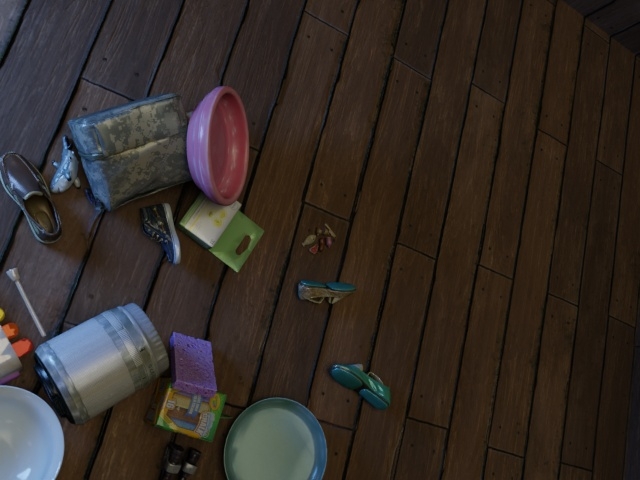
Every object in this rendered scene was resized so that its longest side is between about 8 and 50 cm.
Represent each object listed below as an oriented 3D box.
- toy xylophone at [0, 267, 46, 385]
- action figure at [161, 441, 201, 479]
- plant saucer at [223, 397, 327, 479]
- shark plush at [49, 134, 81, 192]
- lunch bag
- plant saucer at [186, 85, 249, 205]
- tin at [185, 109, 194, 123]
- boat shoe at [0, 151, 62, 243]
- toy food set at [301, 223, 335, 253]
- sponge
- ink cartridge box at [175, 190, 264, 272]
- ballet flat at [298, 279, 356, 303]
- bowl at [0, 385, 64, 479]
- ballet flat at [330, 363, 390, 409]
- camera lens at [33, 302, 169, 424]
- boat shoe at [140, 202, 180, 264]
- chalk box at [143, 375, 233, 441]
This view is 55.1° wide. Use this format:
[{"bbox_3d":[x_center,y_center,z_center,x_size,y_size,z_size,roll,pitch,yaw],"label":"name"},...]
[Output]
[{"bbox_3d":[-0.814,0.203,1.486,0.236,0.081,0.322,-20,91,-30],"label":"toy xylophone"},{"bbox_3d":[-0.408,0.689,1.625,0.185,0.099,0.285,30,72,-29],"label":"action figure"},{"bbox_3d":[-0.133,0.624,1.795,0.318,0.044,0.317,8,70,-23],"label":"plant saucer"},{"bbox_3d":[-0.691,-0.207,1.646,0.067,0.073,0.161,-4,87,1],"label":"shark plush"},{"bbox_3d":[-0.500,-0.240,1.668,0.305,0.212,0.256,-25,111,-28],"label":"lunch bag"},{"bbox_3d":[-0.290,-0.265,1.733,0.084,0.332,0.332,4,76,12],"label":"plant saucer"},{"bbox_3d":[-0.345,-0.327,1.870,0.190,0.040,0.106,25,66,-23],"label":"tin"},{"bbox_3d":[-0.736,-0.117,1.578,0.095,0.095,0.257,-33,98,-29],"label":"boat shoe"},{"bbox_3d":[0.000,0.000,2.012,0.122,0.019,0.078,-44,103,-28],"label":"toy food set"},{"bbox_3d":[-0.347,0.335,1.667,0.117,0.210,0.031,22,110,-25],"label":"sponge"},{"bbox_3d":[-0.289,-0.040,1.840,0.235,0.056,0.171,38,65,-16],"label":"ink cartridge box"},{"bbox_3d":[0.017,0.169,1.977,0.206,0.073,0.067,7,105,-25],"label":"ballet flat"},{"bbox_3d":[-0.760,0.497,1.410,0.298,0.134,0.297,24,48,-29],"label":"bowl"},{"bbox_3d":[0.132,0.452,1.984,0.247,0.083,0.087,39,41,-18],"label":"ballet flat"},{"bbox_3d":[-0.550,0.306,1.536,0.274,0.219,0.219,-29,96,-30],"label":"camera lens"},{"bbox_3d":[-0.455,-0.014,1.740,0.083,0.065,0.183,-11,80,-29],"label":"boat shoe"},{"bbox_3d":[-0.347,0.464,1.673,0.213,0.132,0.132,25,70,-22],"label":"chalk box"}]
